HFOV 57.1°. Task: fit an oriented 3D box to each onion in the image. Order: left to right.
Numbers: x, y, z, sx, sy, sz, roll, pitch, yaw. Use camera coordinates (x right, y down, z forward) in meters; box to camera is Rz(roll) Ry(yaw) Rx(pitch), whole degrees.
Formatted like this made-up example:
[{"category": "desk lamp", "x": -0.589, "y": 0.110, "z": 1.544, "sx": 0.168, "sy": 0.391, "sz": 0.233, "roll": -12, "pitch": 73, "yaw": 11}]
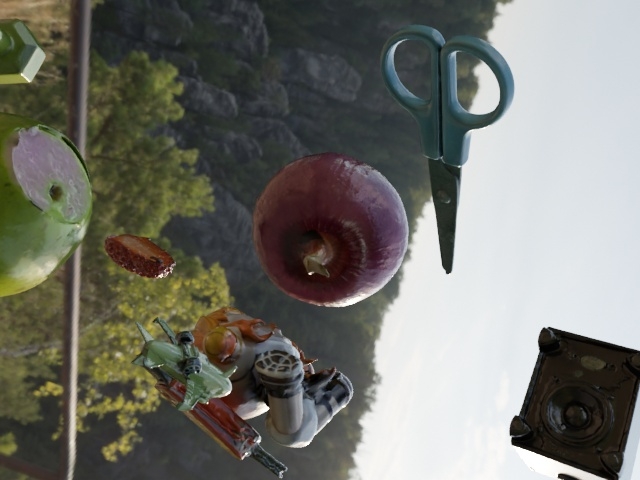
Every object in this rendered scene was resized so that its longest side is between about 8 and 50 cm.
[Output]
[{"category": "onion", "x": 0.000, "y": -0.015, "z": 1.316, "sx": 0.345, "sy": 0.358, "sz": 0.358, "roll": -18, "pitch": 136, "yaw": -45}]

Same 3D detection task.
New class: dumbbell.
[{"category": "dumbbell", "x": -0.561, "y": -0.355, "z": 0.964, "sx": 0.108, "sy": 0.121, "sz": 0.302, "roll": -34, "pitch": 178, "yaw": -7}]

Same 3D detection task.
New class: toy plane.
[{"category": "toy plane", "x": -0.110, "y": 0.106, "z": 0.492, "sx": 0.040, "sy": 0.111, "sz": 0.102, "roll": -42, "pitch": -138, "yaw": 12}]

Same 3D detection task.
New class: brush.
[{"category": "brush", "x": -0.171, "y": 0.288, "z": 0.945, "sx": 0.070, "sy": 0.323, "sz": 0.051, "roll": -23, "pitch": -153, "yaw": 52}]

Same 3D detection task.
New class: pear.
[{"category": "pear", "x": -0.344, "y": -0.032, "z": 0.599, "sx": 0.187, "sy": 0.220, "sz": 0.187, "roll": 53, "pitch": 24, "yaw": -38}]

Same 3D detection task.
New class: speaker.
[{"category": "speaker", "x": 0.468, "y": 0.312, "z": 1.052, "sx": 0.254, "sy": 0.184, "sz": 0.232, "roll": 47, "pitch": 61, "yaw": -49}]

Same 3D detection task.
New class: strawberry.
[{"category": "strawberry", "x": -0.416, "y": 0.046, "z": 1.345, "sx": 0.121, "sy": 0.188, "sz": 0.082, "roll": 2, "pitch": 111, "yaw": -55}]

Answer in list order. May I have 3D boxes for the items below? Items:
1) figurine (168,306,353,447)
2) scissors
[{"category": "figurine", "x": -0.130, "y": 0.238, "z": 1.060, "sx": 0.320, "sy": 0.323, "sz": 0.196, "roll": 40, "pitch": 70, "yaw": -52}, {"category": "scissors", "x": 0.186, "y": -0.100, "z": 0.879, "sx": 0.029, "sy": 0.193, "sz": 0.447, "roll": -45, "pitch": 142, "yaw": -29}]
